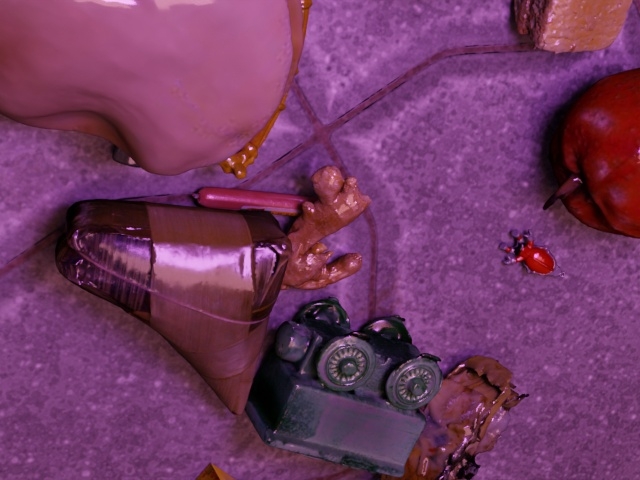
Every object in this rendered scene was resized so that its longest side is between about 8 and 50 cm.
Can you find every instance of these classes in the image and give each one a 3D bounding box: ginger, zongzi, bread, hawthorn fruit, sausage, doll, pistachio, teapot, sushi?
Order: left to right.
[{"bbox_3d":[-0.226,-0.261,1.289,0.365,0.281,0.445,-36,116,25],"label":"pistachio"},{"bbox_3d":[-0.222,-0.147,1.477,0.042,0.043,0.111,12,102,-27],"label":"teapot"},{"bbox_3d":[-0.202,0.101,1.533,0.289,0.154,0.318,5,116,-16],"label":"zongzi"},{"bbox_3d":[-0.064,-0.049,1.587,0.223,0.029,0.029,5,109,-25],"label":"sausage"},{"bbox_3d":[0.000,0.000,1.597,0.176,0.052,0.193,-37,133,4],"label":"ginger"},{"bbox_3d":[0.180,0.298,1.795,0.131,0.139,0.291,23,102,-49],"label":"sushi"},{"bbox_3d":[0.316,0.026,1.777,0.114,0.039,0.057,31,75,-22],"label":"doll"},{"bbox_3d":[0.340,-0.353,1.594,0.138,0.102,0.196,1,113,-21],"label":"bread"},{"bbox_3d":[0.427,-0.099,1.645,0.300,0.254,0.254,-32,120,-20],"label":"hawthorn fruit"}]

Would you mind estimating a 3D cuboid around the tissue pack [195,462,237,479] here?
[{"bbox_3d":[-0.179,0.412,1.690,0.062,0.095,0.176,40,93,-30],"label":"tissue pack"}]

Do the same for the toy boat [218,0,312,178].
[{"bbox_3d":[-0.083,-0.239,1.466,0.141,0.099,0.318,4,106,-28],"label":"toy boat"}]

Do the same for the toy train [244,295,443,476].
[{"bbox_3d":[0.040,0.200,1.669,0.266,0.145,0.202,19,105,-28],"label":"toy train"}]
